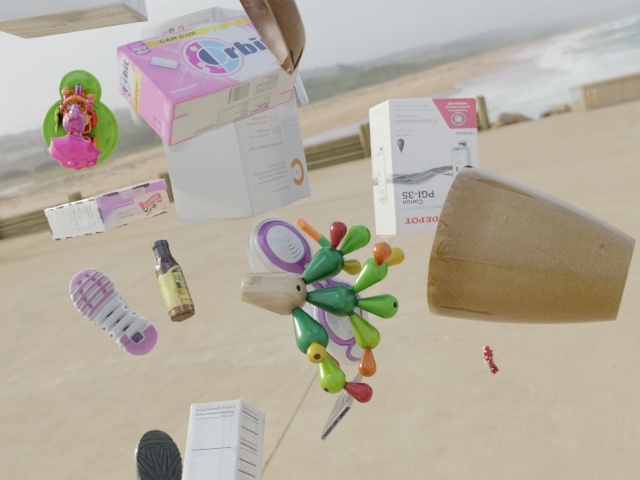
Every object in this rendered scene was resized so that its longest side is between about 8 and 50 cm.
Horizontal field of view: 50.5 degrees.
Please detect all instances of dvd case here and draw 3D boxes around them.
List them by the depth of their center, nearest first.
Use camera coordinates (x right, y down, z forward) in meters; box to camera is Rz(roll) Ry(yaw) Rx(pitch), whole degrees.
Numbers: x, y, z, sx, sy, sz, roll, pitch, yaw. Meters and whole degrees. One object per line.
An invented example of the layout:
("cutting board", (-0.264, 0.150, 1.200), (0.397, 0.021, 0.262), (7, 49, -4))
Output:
("dvd case", (0.074, 0.505, 2.118), (0.165, 0.018, 0.221), (-57, 0, 28))

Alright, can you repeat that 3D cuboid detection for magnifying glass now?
("magnifying glass", (0.000, 0.000, 1.671), (0.026, 0.092, 0.231), (-43, -32, 2))

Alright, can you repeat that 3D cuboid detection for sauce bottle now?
("sauce bottle", (-0.224, 0.058, 1.017), (0.042, 0.128, 0.042), (-21, -21, -8))

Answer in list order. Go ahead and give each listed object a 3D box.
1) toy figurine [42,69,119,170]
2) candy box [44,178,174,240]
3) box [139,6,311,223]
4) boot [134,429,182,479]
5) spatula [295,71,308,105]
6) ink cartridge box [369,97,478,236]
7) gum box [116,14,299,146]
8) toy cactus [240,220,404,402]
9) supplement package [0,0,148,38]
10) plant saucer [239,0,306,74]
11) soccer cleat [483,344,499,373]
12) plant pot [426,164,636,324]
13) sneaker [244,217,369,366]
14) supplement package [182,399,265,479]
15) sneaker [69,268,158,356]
("toy figurine", (-0.405, -0.188, 1.138), (0.130, 0.173, 0.159), (1, 21, -17))
("candy box", (-0.421, -0.060, 1.351), (0.196, 0.070, 0.164), (-7, 11, 41))
("box", (-0.161, -0.222, 1.224), (0.168, 0.346, 0.215), (-4, 11, 29))
("boot", (-0.276, 0.415, 1.031), (0.076, 0.190, 0.208), (7, -39, -32))
("spatula", (-0.099, -0.332, 1.337), (0.019, 0.242, 0.168), (1, -28, -43))
("ink cartridge box", (0.225, -0.153, 1.445), (0.207, 0.283, 0.117), (-4, 2, -17))
("gum box", (-0.124, -0.192, 0.784), (0.188, 0.107, 0.062), (-28, -27, -34))
("toy cactus", (-0.001, 0.066, 0.770), (0.180, 0.219, 0.112), (8, -23, 5))
("supplement package", (-0.385, -0.442, 0.966), (0.203, 0.262, 0.145), (-8, 9, 2))
("plant saucer", (-0.056, -0.231, 0.611), (0.029, 0.169, 0.168), (-29, 13, -3))
("soccer cleat", (0.430, 0.304, 1.735), (0.029, 0.083, 0.035), (-28, 15, -14))
("plant pot", (0.315, 0.030, 0.997), (0.254, 0.237, 0.237), (15, 24, 24))
("sneaker", (-0.025, 0.097, 1.230), (0.114, 0.305, 0.152), (-38, 3, -30))
("supplement package", (-0.218, 0.503, 1.542), (0.139, 0.244, 0.134), (-9, -32, 19))
("sneaker", (-0.452, 0.164, 1.480), (0.095, 0.236, 0.104), (-44, -4, -19))
